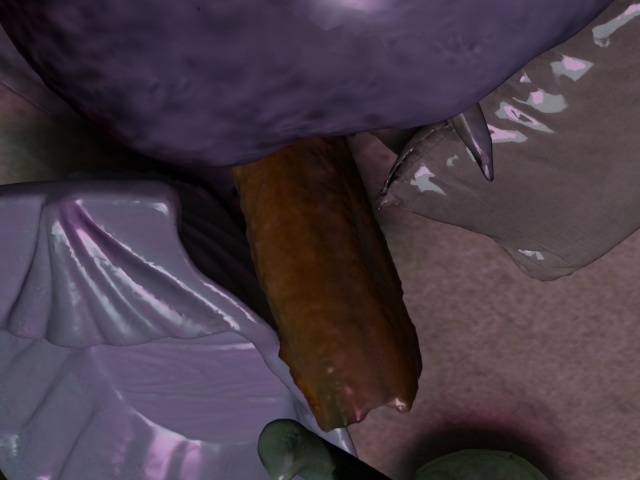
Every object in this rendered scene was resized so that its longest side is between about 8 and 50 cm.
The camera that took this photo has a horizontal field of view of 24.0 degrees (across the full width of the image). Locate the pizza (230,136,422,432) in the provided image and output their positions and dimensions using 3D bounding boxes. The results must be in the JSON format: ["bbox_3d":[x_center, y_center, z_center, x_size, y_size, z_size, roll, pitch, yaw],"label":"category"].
[{"bbox_3d":[0.000,0.000,0.711,0.062,0.182,0.161,-23,171,13],"label":"pizza"}]

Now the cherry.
[{"bbox_3d":[-0.008,-0.145,0.511,0.255,0.218,0.296,-17,124,27],"label":"cherry"}]

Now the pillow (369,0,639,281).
[{"bbox_3d":[0.120,-0.063,0.674,0.134,0.078,0.181,32,124,-27],"label":"pillow"}]

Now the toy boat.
[{"bbox_3d":[-0.080,0.065,0.783,0.199,0.100,0.290,-3,135,13],"label":"toy boat"}]

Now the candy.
[{"bbox_3d":[0.047,0.132,0.728,0.119,0.119,0.440,-11,159,14],"label":"candy"}]

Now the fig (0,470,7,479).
[{"bbox_3d":[-0.222,0.149,0.853,0.151,0.151,0.259,-25,130,25],"label":"fig"}]
